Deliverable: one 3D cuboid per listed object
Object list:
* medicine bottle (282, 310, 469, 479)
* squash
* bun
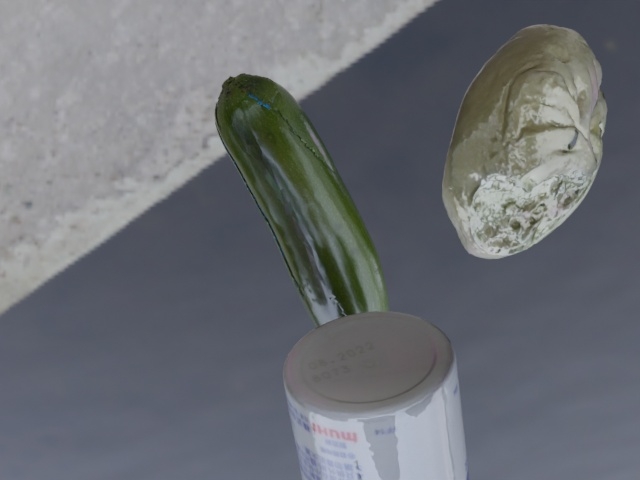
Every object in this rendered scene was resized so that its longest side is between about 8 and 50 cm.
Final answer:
[{"bbox_3d":[0.058,0.229,0.982,0.130,0.130,0.340,-7,120,3],"label":"medicine bottle"},{"bbox_3d":[-0.001,0.000,1.105,0.087,0.087,0.331,-20,104,18],"label":"squash"},{"bbox_3d":[0.206,-0.091,1.172,0.116,0.237,0.210,19,178,27],"label":"bun"}]
